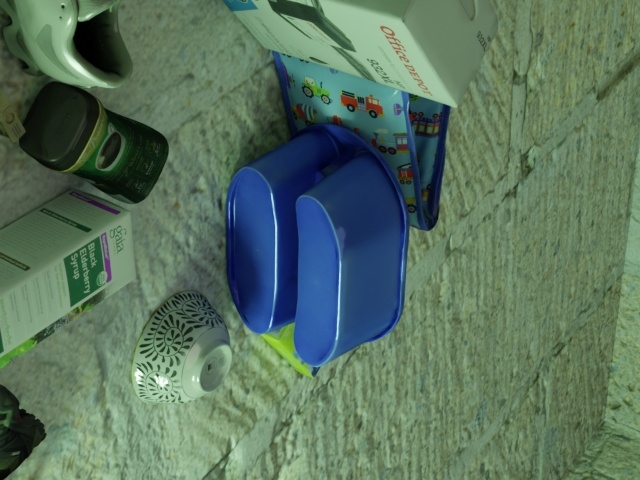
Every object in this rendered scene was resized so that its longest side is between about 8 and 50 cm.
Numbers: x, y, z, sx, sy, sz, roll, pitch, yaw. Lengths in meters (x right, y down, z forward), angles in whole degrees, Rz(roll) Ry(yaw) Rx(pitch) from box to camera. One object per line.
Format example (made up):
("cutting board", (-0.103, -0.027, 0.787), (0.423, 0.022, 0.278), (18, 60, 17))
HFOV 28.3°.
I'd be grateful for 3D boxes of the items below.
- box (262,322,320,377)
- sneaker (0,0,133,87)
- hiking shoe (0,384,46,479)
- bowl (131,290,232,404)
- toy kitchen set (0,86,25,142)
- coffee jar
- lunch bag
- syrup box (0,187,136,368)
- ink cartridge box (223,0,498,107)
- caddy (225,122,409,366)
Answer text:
("box", (-0.023, 0.145, 2.027), (0.109, 0.042, 0.178), (-60, 149, -14))
("sneaker", (-0.259, -0.287, 1.240), (0.122, 0.146, 0.330), (-50, 145, -27))
("hiking shoe", (-0.388, 0.215, 1.413), (0.114, 0.086, 0.227), (-61, 151, -20))
("bowl", (-0.174, 0.162, 1.746), (0.170, 0.080, 0.170), (-38, 140, -41))
("toy kitchen set", (-0.341, -0.109, 1.295), (0.083, 0.068, 0.075), (-53, 147, -25))
("coffee jar", (-0.255, -0.109, 1.429), (0.096, 0.079, 0.184), (-64, 152, -2))
("lunch bag", (0.064, -0.144, 1.794), (0.138, 0.221, 0.293), (-40, 141, -40))
("syrup box", (-0.317, 0.040, 1.407), (0.237, 0.096, 0.093), (-36, 137, -43))
("ink cartridge box", (0.034, -0.299, 1.550), (0.129, 0.307, 0.223), (-63, 150, -10))
("caddy", (0.005, 0.006, 1.778), (0.179, 0.241, 0.341), (-28, 133, -39))
